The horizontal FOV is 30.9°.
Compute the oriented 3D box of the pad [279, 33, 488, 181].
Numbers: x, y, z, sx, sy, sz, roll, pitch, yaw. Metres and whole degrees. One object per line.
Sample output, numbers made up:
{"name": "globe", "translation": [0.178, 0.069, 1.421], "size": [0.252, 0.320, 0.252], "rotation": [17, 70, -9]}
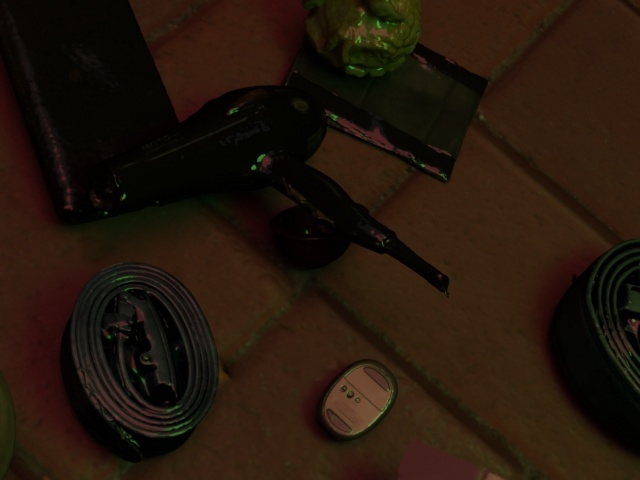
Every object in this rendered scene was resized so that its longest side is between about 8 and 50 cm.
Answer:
{"name": "pad", "translation": [0.078, -0.185, 1.404], "size": [0.233, 0.022, 0.174], "rotation": [27, 59, -3]}

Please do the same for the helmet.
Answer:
{"name": "helmet", "translation": [0.000, 0.000, 1.265], "size": [0.111, 0.057, 0.089], "rotation": [-18, 28, -28]}

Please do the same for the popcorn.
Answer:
{"name": "popcorn", "translation": [0.051, -0.260, 1.358], "size": [0.141, 0.162, 0.135], "rotation": [-27, 112, -5]}

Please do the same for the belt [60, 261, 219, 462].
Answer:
{"name": "belt", "translation": [-0.178, 0.121, 1.137], "size": [0.141, 0.082, 0.190], "rotation": [-11, 67, -24]}

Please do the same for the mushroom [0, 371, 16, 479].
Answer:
{"name": "mushroom", "translation": [-0.360, 0.159, 0.987], "size": [0.207, 0.215, 0.207], "rotation": [6, 74, -22]}

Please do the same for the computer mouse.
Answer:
{"name": "computer mouse", "translation": [0.038, 0.166, 1.205], "size": [0.066, 0.039, 0.096], "rotation": [43, 68, 8]}

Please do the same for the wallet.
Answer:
{"name": "wallet", "translation": [-0.258, -0.173, 1.281], "size": [0.170, 0.044, 0.321], "rotation": [-13, 72, -32]}

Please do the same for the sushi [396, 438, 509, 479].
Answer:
{"name": "sushi", "translation": [0.145, 0.419, 1.086], "size": [0.296, 0.100, 0.373], "rotation": [23, 70, 6]}

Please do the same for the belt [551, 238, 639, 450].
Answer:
{"name": "belt", "translation": [0.382, 0.127, 1.282], "size": [0.206, 0.116, 0.267], "rotation": [-21, 69, -29]}

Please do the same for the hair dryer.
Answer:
{"name": "hair dryer", "translation": [-0.025, -0.036, 1.171], "size": [0.359, 0.120, 0.304], "rotation": [34, 36, 26]}
